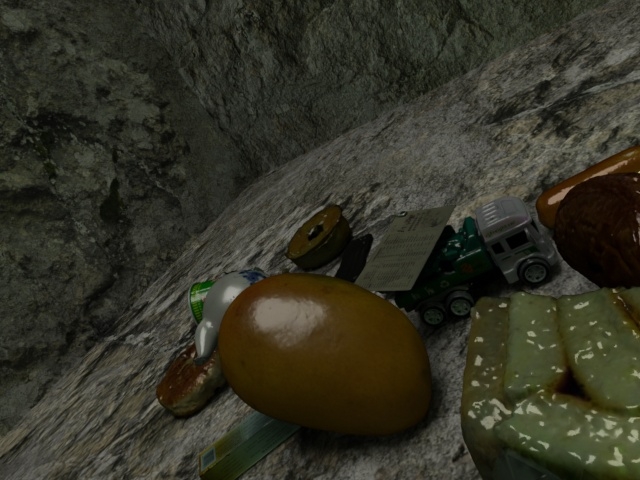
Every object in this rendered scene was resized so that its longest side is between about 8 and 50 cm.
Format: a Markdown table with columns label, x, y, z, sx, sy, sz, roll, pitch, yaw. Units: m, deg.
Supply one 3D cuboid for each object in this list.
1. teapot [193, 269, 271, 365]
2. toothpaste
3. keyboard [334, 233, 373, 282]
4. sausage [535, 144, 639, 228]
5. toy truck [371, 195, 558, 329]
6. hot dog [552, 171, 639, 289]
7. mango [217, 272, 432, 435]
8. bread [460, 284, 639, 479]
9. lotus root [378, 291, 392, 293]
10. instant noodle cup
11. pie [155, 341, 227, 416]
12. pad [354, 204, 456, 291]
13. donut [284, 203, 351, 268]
| label | x | y | z | sx | sy | sz | roll | pitch | yaw |
| --- | --- | --- | --- | --- | --- | --- | --- | --- | --- |
| teapot | -0.186 | 0.223 | 1.467 | 0.424 | 0.252 | 0.280 | -21 | 45 | -35 |
| toothpaste | -0.122 | 0.409 | 1.141 | 0.313 | 0.071 | 0.089 | -37 | 17 | -5 |
| keyboard | 0.105 | 0.062 | 1.660 | 0.106 | 0.016 | 0.262 | -25 | 22 | 28 |
| sausage | 0.598 | -0.113 | 1.127 | 0.274 | 0.105 | 0.105 | -30 | 20 | 17 |
| toy truck | 0.304 | 0.047 | 1.132 | 0.364 | 0.178 | 0.176 | -24 | 21 | 21 |
| hot dog | 0.494 | 0.022 | 0.754 | 0.174 | 0.267 | 0.387 | -58 | 6 | 12 |
| mango | 0.004 | 0.219 | 1.022 | 0.446 | 0.232 | 0.300 | 15 | 65 | 28 |
| bread | 0.307 | 0.220 | 0.614 | 0.395 | 0.239 | 0.264 | -10 | 31 | 52 |
| lotus root | 0.202 | 0.068 | 1.375 | 0.179 | 0.089 | 0.080 | -49 | -20 | -26 |
| instant noodle cup | -0.289 | 0.199 | 1.765 | 0.233 | 0.207 | 0.207 | -21 | 22 | 12 |
| pie | -0.369 | 0.389 | 1.573 | 0.315 | 0.092 | 0.315 | -32 | 21 | 14 |
| pad | 0.178 | 0.012 | 1.125 | 0.160 | 0.009 | 0.265 | -6 | 38 | 44 |
| donut | 0.000 | 0.000 | 1.863 | 0.272 | 0.107 | 0.272 | -35 | 20 | 15 |
